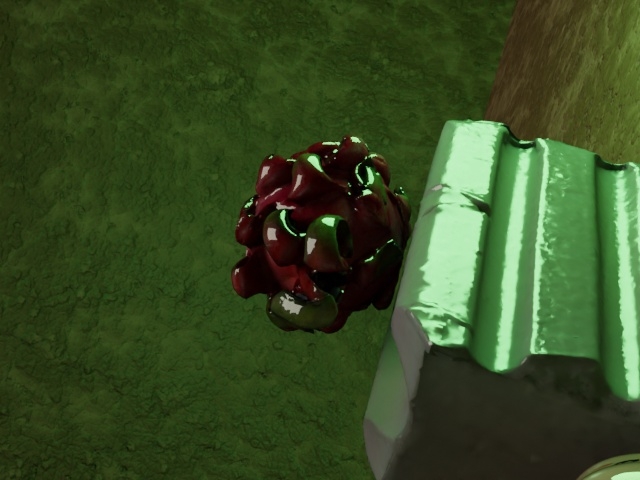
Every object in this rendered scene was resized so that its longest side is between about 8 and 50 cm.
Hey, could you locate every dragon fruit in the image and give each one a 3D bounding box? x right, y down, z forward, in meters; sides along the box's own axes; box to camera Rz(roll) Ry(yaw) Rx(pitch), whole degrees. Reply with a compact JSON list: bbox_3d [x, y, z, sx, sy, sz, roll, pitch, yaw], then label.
[{"bbox_3d":[-0.006,-0.006,1.144,0.218,0.198,0.273,-55,-16,12],"label":"dragon fruit"}]

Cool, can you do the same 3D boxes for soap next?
[{"bbox_3d":[0.239,0.084,1.053,0.435,0.350,0.213,-73,-5,-57],"label":"soap"}]

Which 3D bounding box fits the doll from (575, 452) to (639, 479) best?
[{"bbox_3d":[0.240,0.252,0.737,0.268,0.284,0.216,37,-127,-71],"label":"doll"}]
